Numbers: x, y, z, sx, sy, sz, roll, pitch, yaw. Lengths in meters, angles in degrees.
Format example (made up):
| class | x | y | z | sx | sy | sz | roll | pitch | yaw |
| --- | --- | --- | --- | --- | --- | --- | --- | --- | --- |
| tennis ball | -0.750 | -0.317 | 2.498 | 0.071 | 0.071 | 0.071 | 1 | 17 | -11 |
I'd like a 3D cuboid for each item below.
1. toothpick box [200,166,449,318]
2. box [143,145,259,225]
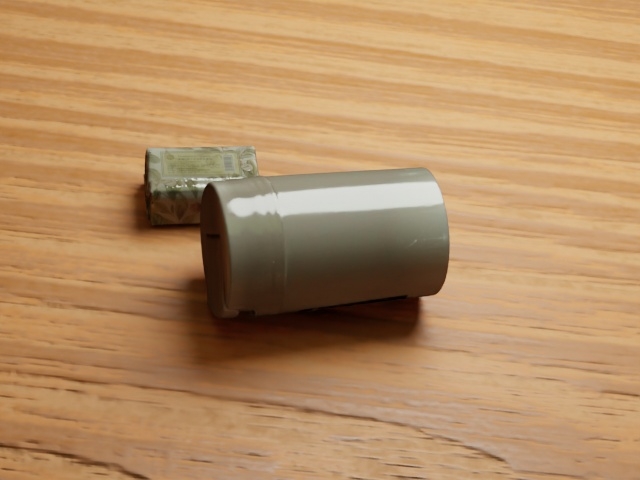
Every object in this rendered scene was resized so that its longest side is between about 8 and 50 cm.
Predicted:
| class | x | y | z | sx | sy | sz | roll | pitch | yaw |
| --- | --- | --- | --- | --- | --- | --- | --- | --- | --- |
| toothpick box | 0.000 | 0.000 | 1.174 | 0.181 | 0.111 | 0.111 | -5 | 48 | -16 |
| box | -0.100 | -0.047 | 1.248 | 0.098 | 0.045 | 0.062 | -1 | 47 | -9 |
